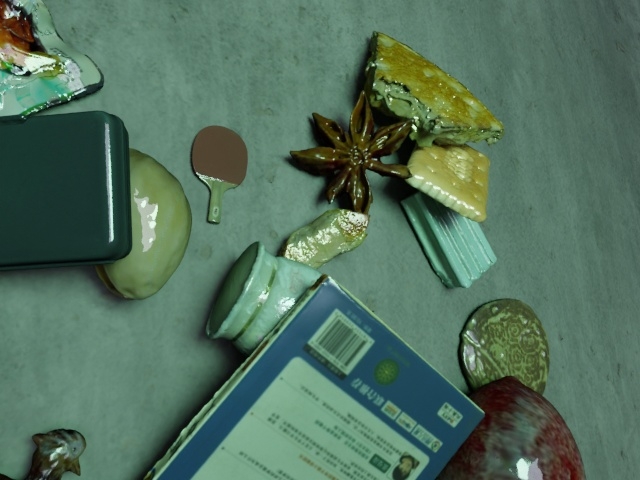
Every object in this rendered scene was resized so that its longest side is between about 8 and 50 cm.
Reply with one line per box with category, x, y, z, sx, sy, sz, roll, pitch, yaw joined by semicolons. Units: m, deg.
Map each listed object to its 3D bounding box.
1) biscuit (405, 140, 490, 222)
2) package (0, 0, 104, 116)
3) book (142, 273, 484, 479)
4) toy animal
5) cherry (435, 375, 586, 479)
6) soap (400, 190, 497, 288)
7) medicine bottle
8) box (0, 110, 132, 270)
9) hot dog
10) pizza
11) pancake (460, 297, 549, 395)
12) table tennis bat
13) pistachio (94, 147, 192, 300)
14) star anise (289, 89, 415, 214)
biscuit;0.242;-0.135;0.801;0.160;0.030;0.250;31;39;2
package;-0.406;-0.213;0.524;0.232;0.040;0.166;-37;98;-29
book;-0.028;0.291;0.523;0.300;0.039;0.428;43;86;-17
toy animal;-0.348;0.245;0.426;0.188;0.089;0.179;42;57;-15
cherry;0.305;0.362;0.701;0.230;0.203;0.300;23;60;-9
soap;0.246;-0.016;0.832;0.114;0.063;0.198;-29;94;-31
medicine bottle;-0.064;0.092;0.583;0.143;0.147;0.147;29;66;-17
box;-0.317;-0.048;0.458;0.230;0.050;0.160;-4;86;3
hot dog;0.000;0.001;0.685;0.169;0.061;0.078;-29;98;-9
pizza;0.184;-0.259;0.806;0.323;0.089;0.223;40;48;6
pancake;0.378;0.234;0.867;0.250;0.031;0.250;7;76;-28
table tennis bat;-0.153;-0.101;0.656;0.087;0.013;0.156;10;72;-30
pistachio;-0.224;-0.019;0.532;0.124;0.124;0.185;7;75;-28
star anise;0.054;-0.141;0.727;0.196;0.111;0.212;23;98;-3
